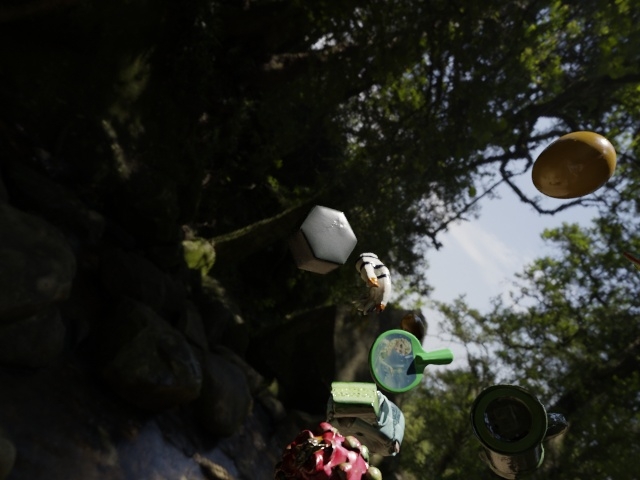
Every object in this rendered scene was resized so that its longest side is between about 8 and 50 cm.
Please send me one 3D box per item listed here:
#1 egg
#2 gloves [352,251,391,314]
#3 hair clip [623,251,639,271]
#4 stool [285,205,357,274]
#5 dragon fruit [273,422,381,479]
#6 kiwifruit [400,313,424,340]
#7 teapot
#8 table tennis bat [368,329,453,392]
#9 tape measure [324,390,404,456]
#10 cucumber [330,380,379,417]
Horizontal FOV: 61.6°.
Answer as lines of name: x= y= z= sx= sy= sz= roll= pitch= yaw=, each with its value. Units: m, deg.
egg: x=0.987 y=-0.288 z=2.104 sx=0.250 sy=0.322 sz=0.250 roll=64 pitch=-2 yaw=4
gloves: x=0.174 y=0.144 z=1.727 sx=0.131 sy=0.140 sz=0.219 roll=2 pitch=41 yaw=-25
hair clip: x=0.778 y=0.077 z=1.208 sx=0.188 sy=0.033 sz=0.060 roll=26 pitch=30 yaw=1
stool: x=0.000 y=0.000 z=1.896 sx=0.232 sy=0.232 sz=0.141 roll=51 pitch=-37 yaw=-6
dragon fruit: x=-0.010 y=0.464 z=0.965 sx=0.198 sy=0.273 sz=0.218 roll=30 pitch=9 yaw=-17
kiwifruit: x=0.312 y=0.299 z=1.822 sx=0.075 sy=0.075 sz=0.125 roll=55 pitch=-8 yaw=49
teapot: x=0.592 y=0.573 z=1.594 sx=0.337 sy=0.270 sz=0.201 roll=62 pitch=13 yaw=-49
table tennis bat: x=0.241 y=0.315 z=1.418 sx=0.039 sy=0.256 sz=0.161 roll=153 pitch=-65 yaw=-64
tape measure: x=0.142 y=0.608 z=1.774 sx=0.275 sy=0.256 sz=0.147 roll=54 pitch=42 yaw=-31
cucumber: x=0.076 y=0.371 z=1.227 sx=0.116 sy=0.115 sz=0.062 roll=-52 pitch=138 yaw=-78
